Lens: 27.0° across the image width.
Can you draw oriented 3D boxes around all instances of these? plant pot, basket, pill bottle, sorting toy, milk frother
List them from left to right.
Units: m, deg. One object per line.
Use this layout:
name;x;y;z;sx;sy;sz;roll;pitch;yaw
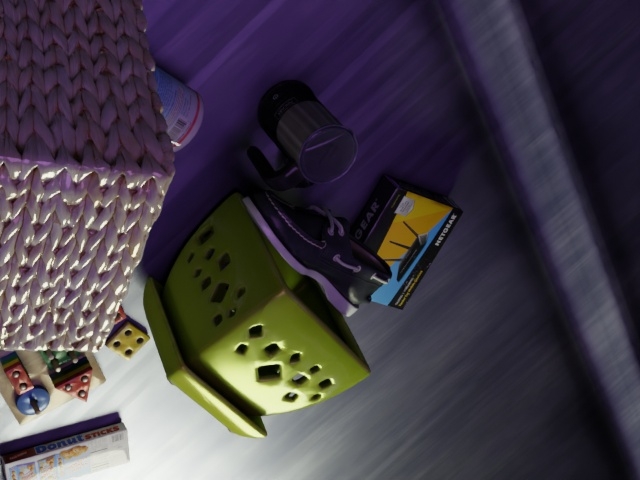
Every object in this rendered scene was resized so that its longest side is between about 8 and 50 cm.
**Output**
basket;-0.330;-0.095;1.382;0.266;0.328;0.331;4;139;-22
sorting toy;-0.359;0.180;1.802;0.274;0.046;0.132;-27;130;-11
pill bottle;-0.224;-0.177;1.611;0.160;0.087;0.087;32;102;-39
plant pot;-0.099;0.114;1.791;0.207;0.227;0.228;-38;131;8
milk frother;-0.008;-0.114;1.739;0.143;0.135;0.129;24;108;-37

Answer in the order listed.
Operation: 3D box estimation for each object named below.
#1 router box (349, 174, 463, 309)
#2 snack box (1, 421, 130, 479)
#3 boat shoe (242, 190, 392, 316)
router box;0.106;0.005;1.938;0.133;0.046;0.179;17;111;-35
snack box;-0.361;0.312;1.904;0.178;0.022;0.064;-14;127;-20
boat shoe;0.000;0.000;1.777;0.091;0.114;0.302;-37;148;7
